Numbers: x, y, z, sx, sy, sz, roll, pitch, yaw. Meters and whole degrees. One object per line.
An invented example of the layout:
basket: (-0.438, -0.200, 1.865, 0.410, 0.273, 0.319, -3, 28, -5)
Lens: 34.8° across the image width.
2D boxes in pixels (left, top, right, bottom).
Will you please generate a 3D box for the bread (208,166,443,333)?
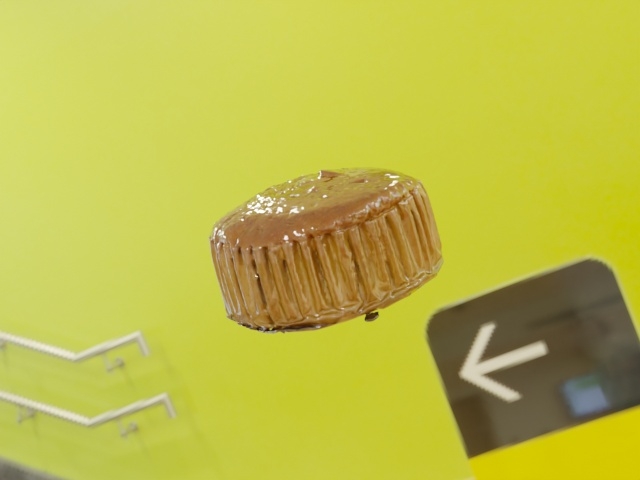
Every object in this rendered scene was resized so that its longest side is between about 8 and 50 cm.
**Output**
bread: (0.001, 0.000, 0.857, 0.199, 0.104, 0.199, -16, 14, 4)
